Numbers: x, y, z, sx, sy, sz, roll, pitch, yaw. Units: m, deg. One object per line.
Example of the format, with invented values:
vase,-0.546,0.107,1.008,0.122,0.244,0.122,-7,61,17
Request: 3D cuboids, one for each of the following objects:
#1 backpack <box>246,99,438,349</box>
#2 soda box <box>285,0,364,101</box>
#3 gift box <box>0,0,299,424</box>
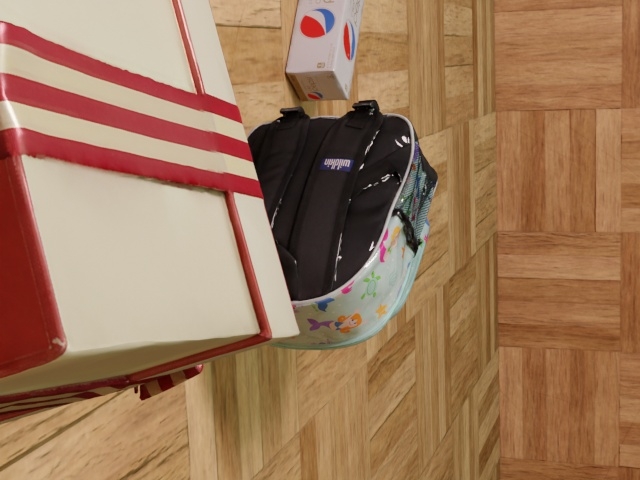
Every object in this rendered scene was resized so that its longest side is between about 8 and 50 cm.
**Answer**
backpack,0.000,0.000,1.161,0.191,0.225,0.253,65,35,-43
soda box,0.011,-0.293,1.418,0.074,0.069,0.216,56,39,-59
gift box,-0.190,-0.028,0.563,0.258,0.276,0.255,6,72,-68
